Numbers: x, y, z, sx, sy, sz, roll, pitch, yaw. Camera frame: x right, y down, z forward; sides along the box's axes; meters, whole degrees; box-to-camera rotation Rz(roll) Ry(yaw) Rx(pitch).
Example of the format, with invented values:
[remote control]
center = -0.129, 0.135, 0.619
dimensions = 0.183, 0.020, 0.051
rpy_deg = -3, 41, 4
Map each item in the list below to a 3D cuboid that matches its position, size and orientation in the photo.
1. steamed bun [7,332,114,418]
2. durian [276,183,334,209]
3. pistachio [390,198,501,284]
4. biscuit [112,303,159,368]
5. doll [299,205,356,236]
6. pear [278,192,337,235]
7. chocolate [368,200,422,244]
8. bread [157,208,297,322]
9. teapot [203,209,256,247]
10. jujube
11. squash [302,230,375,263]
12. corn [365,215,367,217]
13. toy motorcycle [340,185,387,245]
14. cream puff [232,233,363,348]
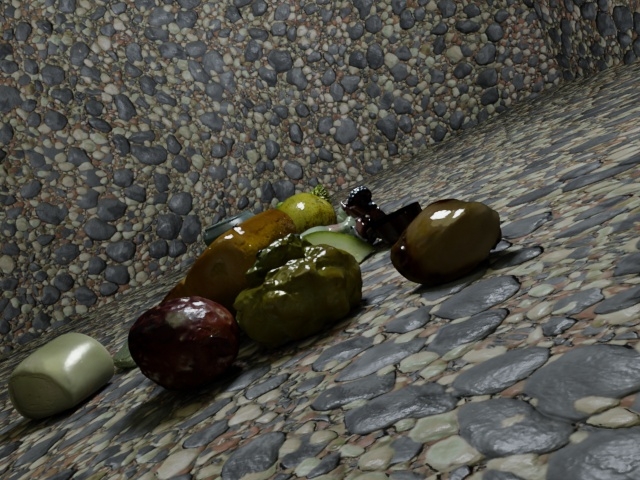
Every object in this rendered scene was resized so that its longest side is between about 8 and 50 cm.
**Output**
[steamed bun]
center = -0.639, 0.325, 1.611
dimensions = 0.250, 0.154, 0.200
rpy_deg = -23, 8, 36
[durian]
center = -0.051, -0.093, 2.423
dimensions = 0.200, 0.176, 0.237
rpy_deg = -4, 26, 43
[pistachio]
center = 0.226, 0.003, 1.201
dimensions = 0.210, 0.130, 0.165
rpy_deg = -23, 49, 14
[biscuit]
center = -0.461, 0.247, 1.748
dimensions = 0.121, 0.040, 0.199
rpy_deg = -17, 34, 50
[doll]
center = 0.010, 0.008, 1.845
dimensions = 0.275, 0.113, 0.155
rpy_deg = -34, -11, -24
[pear]
center = -0.042, -0.048, 2.089
dimensions = 0.197, 0.197, 0.197
rpy_deg = -25, 8, 4
[chocolate]
center = 0.204, -0.038, 1.653
dimensions = 0.149, 0.080, 0.125
rpy_deg = -29, -5, 40
[bread]
center = -0.193, 0.092, 1.502
dimensions = 0.328, 0.148, 0.337
rpy_deg = -45, -3, 24
[teapot]
center = -0.230, 0.040, 1.953
dimensions = 0.171, 0.225, 0.203
rpy_deg = -24, 7, -6
[jujube]
center = -0.260, 0.189, 1.255
dimensions = 0.183, 0.183, 0.243
rpy_deg = -32, 22, -36
[squash]
center = -0.022, 0.065, 1.682
dimensions = 0.237, 0.204, 0.155
rpy_deg = -30, -30, -40
[corn]
center = 0.130, -0.070, 2.218
dimensions = 0.037, 0.037, 0.092
rpy_deg = -29, 8, -21
[toy motorcycle]
center = 0.116, -0.051, 1.729
dimensions = 0.118, 0.212, 0.084
rpy_deg = -41, 47, 2
[cream puff]
center = -0.055, 0.082, 1.305
dimensions = 0.282, 0.185, 0.282
rpy_deg = -24, 11, 5
